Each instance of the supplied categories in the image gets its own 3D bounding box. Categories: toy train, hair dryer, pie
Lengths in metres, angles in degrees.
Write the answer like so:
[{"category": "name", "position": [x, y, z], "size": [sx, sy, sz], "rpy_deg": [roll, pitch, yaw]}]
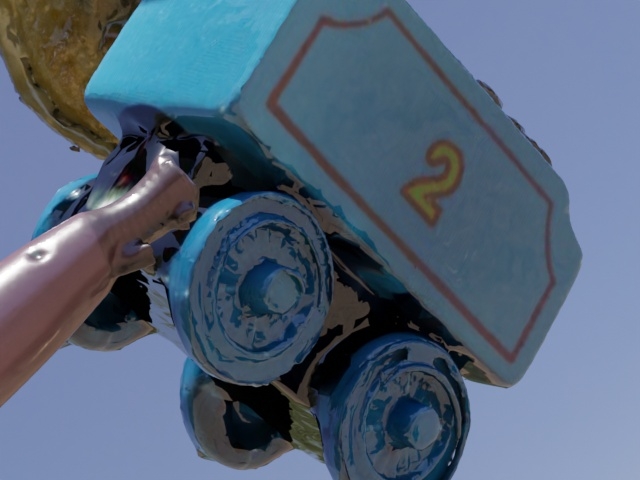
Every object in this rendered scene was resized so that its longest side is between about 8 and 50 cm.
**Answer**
[{"category": "toy train", "position": [0.000, 0.000, 1.071], "size": [0.300, 0.188, 0.265], "rpy_deg": [44, -113, -36]}, {"category": "hair dryer", "position": [-0.094, 0.024, 0.428], "size": [0.154, 0.106, 0.054], "rpy_deg": [-28, -34, -23]}, {"category": "pie", "position": [-0.116, -0.186, 1.300], "size": [0.274, 0.274, 0.055], "rpy_deg": [-39, -9, 12]}]
